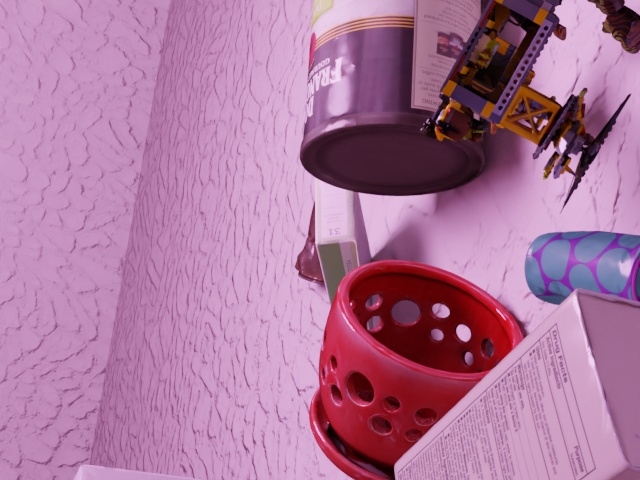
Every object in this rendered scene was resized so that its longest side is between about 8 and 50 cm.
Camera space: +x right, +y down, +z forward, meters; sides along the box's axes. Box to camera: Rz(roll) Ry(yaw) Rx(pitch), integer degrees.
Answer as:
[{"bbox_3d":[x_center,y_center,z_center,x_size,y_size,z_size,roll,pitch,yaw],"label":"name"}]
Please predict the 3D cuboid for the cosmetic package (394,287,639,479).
[{"bbox_3d":[0.188,0.188,0.847,0.296,0.129,0.153,125,149,-46],"label":"cosmetic package"}]

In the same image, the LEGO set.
[{"bbox_3d":[0.248,-0.189,0.885,0.331,0.192,0.255,-60,-4,9],"label":"LEGO set"}]

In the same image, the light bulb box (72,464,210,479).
[{"bbox_3d":[-0.171,0.475,1.271,0.225,0.358,0.361,-97,29,-41],"label":"light bulb box"}]

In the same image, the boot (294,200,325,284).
[{"bbox_3d":[0.000,0.000,1.515,0.106,0.037,0.114,40,112,63],"label":"boot"}]

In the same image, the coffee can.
[{"bbox_3d":[0.086,-0.212,1.187,0.201,0.202,0.275,147,131,-60],"label":"coffee can"}]

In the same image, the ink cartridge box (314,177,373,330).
[{"bbox_3d":[0.032,0.056,1.248,0.171,0.056,0.235,77,-170,-47],"label":"ink cartridge box"}]

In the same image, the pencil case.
[{"bbox_3d":[0.239,0.028,0.884,0.070,0.064,0.152,65,161,-13],"label":"pencil case"}]

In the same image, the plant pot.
[{"bbox_3d":[0.084,0.138,1.044,0.191,0.191,0.174,-110,33,-51],"label":"plant pot"}]
